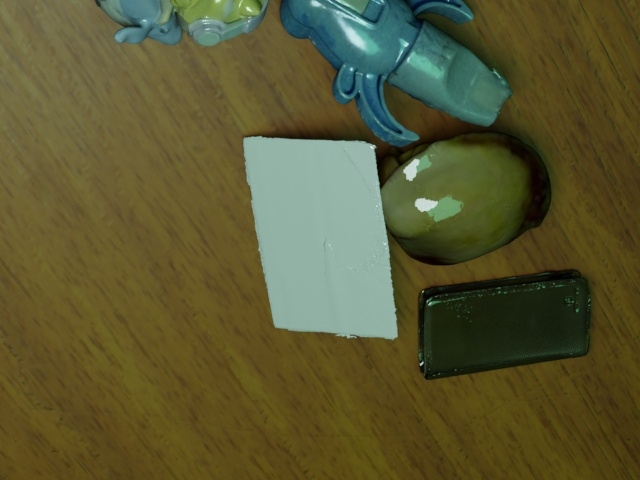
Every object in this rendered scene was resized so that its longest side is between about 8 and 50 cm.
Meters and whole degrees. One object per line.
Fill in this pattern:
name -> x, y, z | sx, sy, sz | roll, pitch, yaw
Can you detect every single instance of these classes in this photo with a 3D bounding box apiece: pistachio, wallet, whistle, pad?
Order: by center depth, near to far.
whistle -> 0.069, -0.198, 1.511 | 0.269, 0.093, 0.180 | 32, 64, -10
pad -> 0.000, 0.000, 1.581 | 0.156, 0.004, 0.232 | 4, 117, 25
pistachio -> 0.151, -0.048, 1.586 | 0.210, 0.130, 0.165 | 3, 128, -20
wallet -> 0.209, 0.095, 1.703 | 0.198, 0.031, 0.110 | -7, 110, -11

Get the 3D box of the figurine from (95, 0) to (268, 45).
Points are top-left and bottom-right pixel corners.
figurine -> -0.135, -0.258, 1.429 | 0.184, 0.128, 0.208 | 0, 150, -13
